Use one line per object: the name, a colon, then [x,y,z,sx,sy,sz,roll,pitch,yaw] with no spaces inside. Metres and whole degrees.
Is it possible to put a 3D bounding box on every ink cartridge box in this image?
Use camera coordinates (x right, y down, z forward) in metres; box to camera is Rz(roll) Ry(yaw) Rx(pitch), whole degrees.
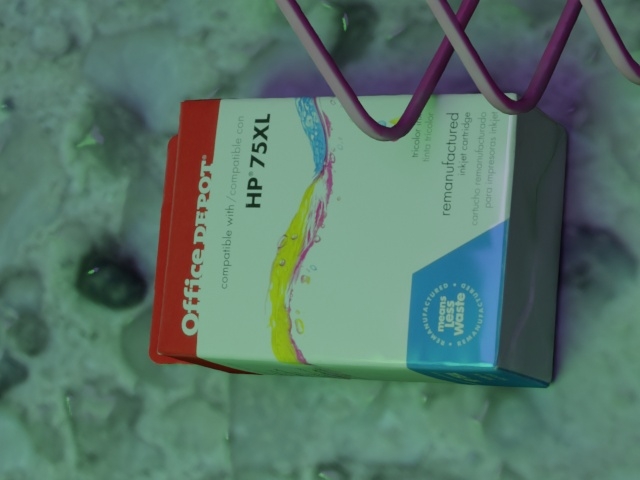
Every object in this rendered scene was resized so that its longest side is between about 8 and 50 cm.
ink cartridge box: [0.000,0.000,0.973,0.231,0.078,0.134,0,81,27]

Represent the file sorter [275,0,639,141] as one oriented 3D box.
file sorter: [0.124,-0.176,0.809,0.290,0.202,0.182,-10,38,36]
